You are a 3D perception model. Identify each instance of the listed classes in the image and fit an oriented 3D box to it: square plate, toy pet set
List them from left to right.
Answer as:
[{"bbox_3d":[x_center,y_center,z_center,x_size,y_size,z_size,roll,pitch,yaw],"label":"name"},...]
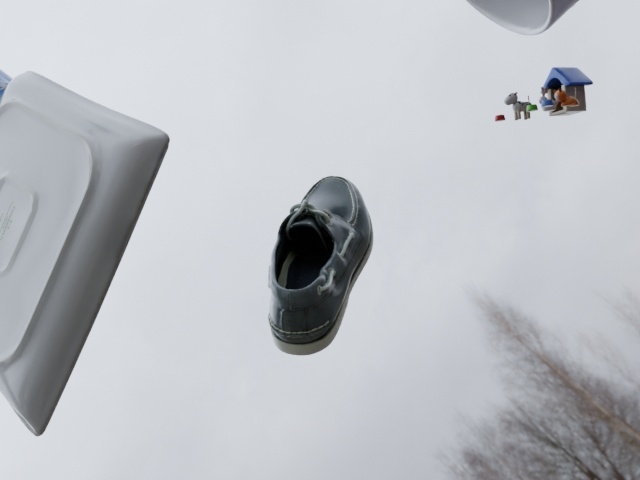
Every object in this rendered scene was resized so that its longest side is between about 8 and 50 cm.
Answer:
[{"bbox_3d":[-0.347,-0.012,0.844,0.049,0.344,0.347,21,-85,-51],"label":"square plate"},{"bbox_3d":[0.312,-0.205,0.994,0.114,0.122,0.065,-6,-89,-21],"label":"toy pet set"}]

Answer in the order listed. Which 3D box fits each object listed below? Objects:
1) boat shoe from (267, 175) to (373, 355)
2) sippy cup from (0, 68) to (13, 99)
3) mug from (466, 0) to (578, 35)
[{"bbox_3d":[0.000,0.000,0.945,0.319,0.116,0.099,-73,-21,-48],"label":"boat shoe"},{"bbox_3d":[-0.594,-0.208,1.236,0.240,0.224,0.305,-39,-8,-47],"label":"sippy cup"},{"bbox_3d":[0.312,-0.541,1.065,0.328,0.374,0.276,-44,-25,-1],"label":"mug"}]
